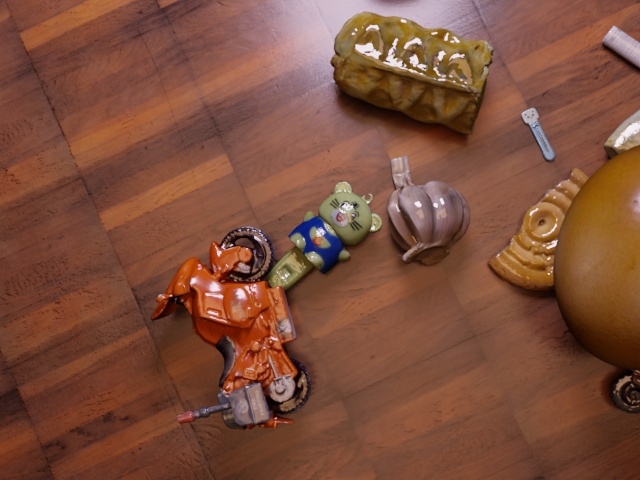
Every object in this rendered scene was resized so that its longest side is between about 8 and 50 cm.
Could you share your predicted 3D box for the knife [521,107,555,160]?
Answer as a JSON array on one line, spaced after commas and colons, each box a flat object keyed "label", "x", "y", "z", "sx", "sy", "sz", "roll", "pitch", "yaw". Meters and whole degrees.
[{"label": "knife", "x": 0.371, "y": -0.179, "z": 1.331, "sx": 0.027, "sy": 0.010, "sz": 0.096, "roll": -25, "pitch": 85, "yaw": 1}]

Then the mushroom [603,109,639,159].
[{"label": "mushroom", "x": 0.610, "y": -0.222, "z": 1.290, "sx": 0.312, "sy": 0.081, "sz": 0.100, "roll": -40, "pitch": 81, "yaw": 4}]

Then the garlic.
[{"label": "garlic", "x": 0.169, "y": -0.064, "z": 1.291, "sx": 0.131, "sy": 0.127, "sz": 0.194, "roll": 6, "pitch": 54, "yaw": -25}]

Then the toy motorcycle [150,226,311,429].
[{"label": "toy motorcycle", "x": -0.149, "y": 0.153, "z": 1.264, "sx": 0.221, "sy": 0.148, "sz": 0.326, "roll": -16, "pitch": 86, "yaw": 4}]

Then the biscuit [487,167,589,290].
[{"label": "biscuit", "x": 0.396, "y": 0.000, "z": 1.304, "sx": 0.224, "sy": 0.033, "sz": 0.144, "roll": -45, "pitch": 84, "yaw": 0}]

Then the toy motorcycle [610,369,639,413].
[{"label": "toy motorcycle", "x": 0.578, "y": 0.234, "z": 1.252, "sx": 0.212, "sy": 0.084, "sz": 0.118, "roll": 11, "pitch": 94, "yaw": 9}]

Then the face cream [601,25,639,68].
[{"label": "face cream", "x": 0.537, "y": -0.311, "z": 1.320, "sx": 0.130, "sy": 0.034, "sz": 0.034, "roll": 36, "pitch": 88, "yaw": 6}]

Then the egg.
[{"label": "egg", "x": 0.493, "y": 0.020, "z": 1.152, "sx": 0.282, "sy": 0.282, "sz": 0.351, "roll": 22, "pitch": 92, "yaw": 5}]

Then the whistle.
[{"label": "whistle", "x": 0.000, "y": 0.000, "z": 1.299, "sx": 0.227, "sy": 0.085, "sz": 0.105, "roll": -42, "pitch": 82, "yaw": 0}]

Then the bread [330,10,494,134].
[{"label": "bread", "x": 0.147, "y": -0.283, "z": 1.294, "sx": 0.267, "sy": 0.130, "sz": 0.152, "roll": 18, "pitch": 95, "yaw": 4}]
